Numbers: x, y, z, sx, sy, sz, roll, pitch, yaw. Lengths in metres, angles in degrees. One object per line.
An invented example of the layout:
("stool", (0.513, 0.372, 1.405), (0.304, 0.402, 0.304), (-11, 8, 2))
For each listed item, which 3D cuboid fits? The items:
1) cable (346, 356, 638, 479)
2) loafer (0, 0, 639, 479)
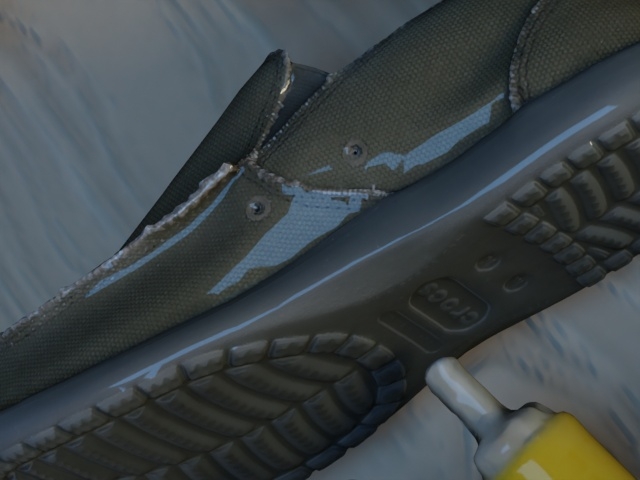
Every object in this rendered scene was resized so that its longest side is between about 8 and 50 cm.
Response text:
("cable", (0.122, 0.152, 0.483), (0.287, 0.072, 0.139), (29, 107, 19))
("loafer", (0.000, 0.000, 0.533), (0.251, 0.094, 0.087), (-29, 55, 11))
